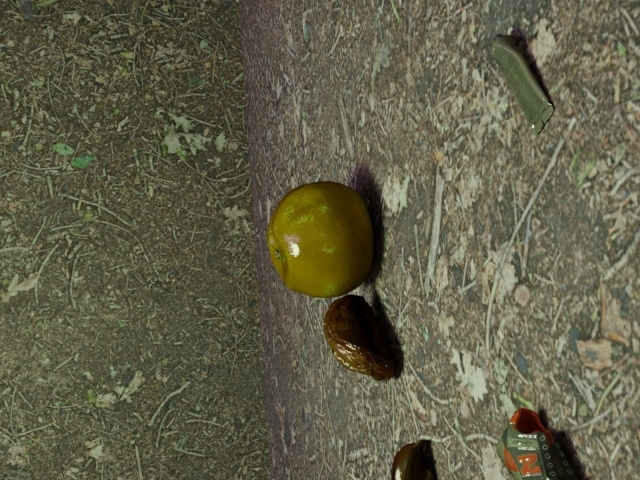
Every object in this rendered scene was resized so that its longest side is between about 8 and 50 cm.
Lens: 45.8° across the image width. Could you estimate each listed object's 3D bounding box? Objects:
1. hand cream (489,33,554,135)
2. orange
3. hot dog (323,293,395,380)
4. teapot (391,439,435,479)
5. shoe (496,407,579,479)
[{"bbox_3d":[0.280,-0.226,1.062,0.057,0.037,0.165,112,144,-56],"label":"hand cream"},{"bbox_3d":[0.000,0.000,1.739,0.279,0.235,0.278,170,90,-79],"label":"orange"},{"bbox_3d":[0.088,0.215,1.664,0.099,0.160,0.226,-41,33,22],"label":"hot dog"},{"bbox_3d":[0.185,0.450,1.469,0.098,0.078,0.129,32,-118,-60],"label":"teapot"},{"bbox_3d":[0.299,0.299,1.014,0.194,0.074,0.077,-123,38,-65],"label":"shoe"}]
